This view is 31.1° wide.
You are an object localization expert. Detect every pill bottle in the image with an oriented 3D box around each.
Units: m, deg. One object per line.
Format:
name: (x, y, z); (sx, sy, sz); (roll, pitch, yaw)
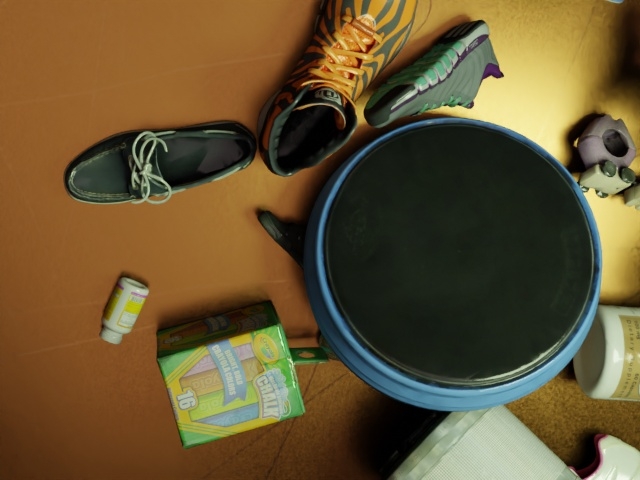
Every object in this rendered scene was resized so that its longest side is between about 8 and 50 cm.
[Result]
pill bottle: (0.482, 0.161, 1.598); (0.229, 0.131, 0.131); (4, 99, -9)
pill bottle: (-0.263, 0.094, 1.525); (0.043, 0.043, 0.083); (25, 96, -11)

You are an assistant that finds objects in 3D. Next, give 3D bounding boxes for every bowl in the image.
bowl: (0.174, 0.021, 1.475); (0.391, 0.077, 0.391); (1, 73, -3)

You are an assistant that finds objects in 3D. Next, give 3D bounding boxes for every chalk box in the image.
chalk box: (-0.098, 0.167, 1.517); (0.213, 0.132, 0.132); (-16, 102, -6)

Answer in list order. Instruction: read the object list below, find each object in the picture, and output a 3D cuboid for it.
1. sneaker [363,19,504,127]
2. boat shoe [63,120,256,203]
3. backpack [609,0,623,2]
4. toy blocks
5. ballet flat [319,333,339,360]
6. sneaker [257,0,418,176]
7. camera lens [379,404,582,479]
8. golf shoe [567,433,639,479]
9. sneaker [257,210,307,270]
sneaker: (0.157, -0.193, 1.490); (0.224, 0.083, 0.098); (-40, 112, -22)
boat shoe: (-0.206, -0.097, 1.482); (0.255, 0.079, 0.095); (-8, 101, -6)
backpack: (0.351, -0.413, 1.413); (0.263, 0.276, 0.213); (16, 125, 0)
toy blocks: (0.540, -0.202, 1.527); (0.289, 0.309, 0.260); (15, 64, -22)
ballet flat: (0.102, 0.128, 1.570); (0.206, 0.067, 0.073); (-17, 102, -5)
sneaker: (0.032, -0.208, 1.422); (0.125, 0.180, 0.321); (27, 105, -12)
camera lens: (0.224, 0.351, 1.515); (0.274, 0.219, 0.219); (44, 92, 12)
golf shoe: (0.350, 0.405, 1.646); (0.306, 0.115, 0.140); (-42, 88, -2)
sneaker: (0.000, 0.000, 1.545); (0.089, 0.051, 0.170); (-43, 107, 1)
